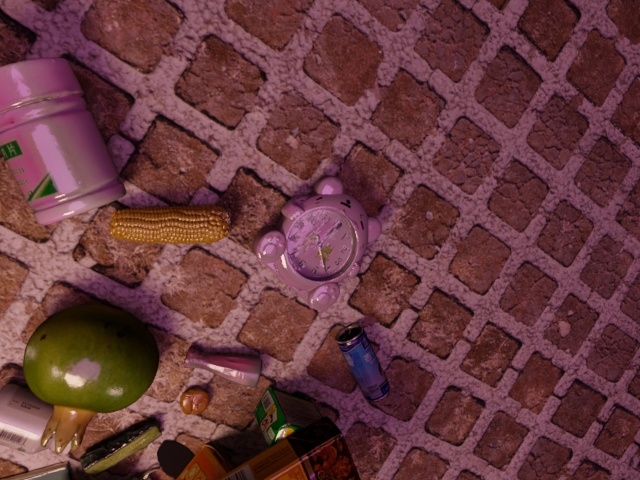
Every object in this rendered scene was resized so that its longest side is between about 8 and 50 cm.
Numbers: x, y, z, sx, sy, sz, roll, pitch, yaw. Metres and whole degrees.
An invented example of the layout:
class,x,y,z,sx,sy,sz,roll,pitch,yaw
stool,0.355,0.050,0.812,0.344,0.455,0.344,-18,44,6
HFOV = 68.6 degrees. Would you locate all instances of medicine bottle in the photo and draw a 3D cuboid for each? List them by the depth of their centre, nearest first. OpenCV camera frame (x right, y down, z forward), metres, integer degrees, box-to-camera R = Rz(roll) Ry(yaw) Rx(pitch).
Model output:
class,x,y,z,sx,sy,sz,roll,pitch,yaw
medicine bottle,-0.604,-0.218,1.063,0.211,0.212,0.326,-22,107,-12
medicine bottle,-0.728,0.464,1.192,0.215,0.135,0.135,31,90,-20

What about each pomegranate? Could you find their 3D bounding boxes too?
class,x,y,z,sx,sy,sz,roll,pitch,yaw
pomegranate,-0.559,0.328,1.140,0.309,0.216,0.359,26,63,-28

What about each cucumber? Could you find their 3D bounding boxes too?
class,x,y,z,sx,sy,sz,roll,pitch,yaw
cucumber,-0.553,0.566,1.309,0.211,0.062,0.078,-30,141,-16

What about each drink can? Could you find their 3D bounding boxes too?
class,x,y,z,sx,sy,sz,roll,pitch,yaw
drink can,0.134,0.382,1.458,0.097,0.097,0.235,-29,106,-10

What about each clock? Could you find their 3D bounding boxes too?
class,x,y,z,sx,sy,sz,roll,pitch,yaw
clock,0.000,0.000,1.339,0.295,0.113,0.322,44,85,-19

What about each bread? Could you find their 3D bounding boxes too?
class,x,y,z,sx,sy,sz,roll,pitch,yaw
bread,-0.364,0.462,1.349,0.083,0.046,0.081,31,88,-18

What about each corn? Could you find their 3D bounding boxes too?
class,x,y,z,sx,sy,sz,roll,pitch,yaw
corn,-0.386,-0.039,1.221,0.304,0.106,0.106,-3,101,-14

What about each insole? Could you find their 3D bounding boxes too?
class,x,y,z,sx,sy,sz,roll,pitch,yaw
insole,-0.385,0.683,1.391,0.253,0.005,0.086,47,65,-20

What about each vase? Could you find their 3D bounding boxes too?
class,x,y,z,sx,sy,sz,roll,pitch,yaw
vase,-0.279,0.357,1.340,0.213,0.086,0.086,17,95,-14

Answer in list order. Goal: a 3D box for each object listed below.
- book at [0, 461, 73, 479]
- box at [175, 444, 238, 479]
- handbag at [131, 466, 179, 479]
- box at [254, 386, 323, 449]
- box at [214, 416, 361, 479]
class,x,y,z,sx,sy,sz,roll,pitch,yaw
book,-0.797,0.814,1.291,0.263,0.031,0.380,-8,102,-16
box,-0.254,0.765,1.308,0.283,0.259,0.214,47,66,-20
handbag,-0.485,0.788,1.362,0.219,0.079,0.256,-32,108,-22
box,-0.080,0.529,1.338,0.180,0.250,0.103,25,91,-20
box,-0.095,0.655,1.149,0.415,0.115,0.265,-25,104,-19
